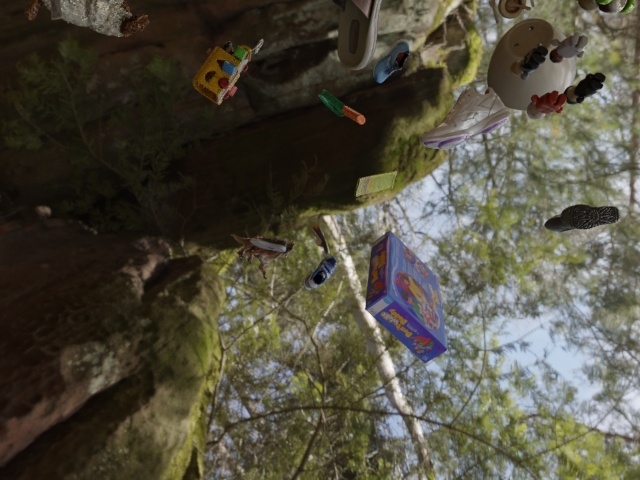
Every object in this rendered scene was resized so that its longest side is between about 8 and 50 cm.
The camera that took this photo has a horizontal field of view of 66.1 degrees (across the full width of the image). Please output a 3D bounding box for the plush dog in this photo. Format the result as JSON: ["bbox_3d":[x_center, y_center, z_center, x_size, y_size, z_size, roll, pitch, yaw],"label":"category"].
[{"bbox_3d":[-0.535,-0.556,1.143,0.262,0.225,0.210,43,-78,19],"label":"plush dog"}]

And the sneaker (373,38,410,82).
[{"bbox_3d":[0.235,-0.584,1.628,0.063,0.162,0.073,9,-130,-34],"label":"sneaker"}]

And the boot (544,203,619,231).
[{"bbox_3d":[0.732,-0.063,1.447,0.189,0.076,0.208,2,-179,-13],"label":"boot"}]

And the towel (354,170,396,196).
[{"bbox_3d":[0.268,-0.274,2.370,0.237,0.102,0.021,-15,-133,-31],"label":"towel"}]

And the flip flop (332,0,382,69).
[{"bbox_3d":[0.053,-0.451,0.901,0.080,0.277,0.112,-25,-134,-31],"label":"flip flop"}]

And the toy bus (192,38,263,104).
[{"bbox_3d":[-0.268,-0.482,1.354,0.191,0.104,0.202,-51,-169,35],"label":"toy bus"}]

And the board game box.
[{"bbox_3d":[0.243,0.145,1.395,0.078,0.233,0.347,-40,-165,26],"label":"board game box"}]

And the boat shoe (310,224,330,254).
[{"bbox_3d":[0.000,0.000,1.926,0.043,0.049,0.137,-21,-118,-2],"label":"boat shoe"}]

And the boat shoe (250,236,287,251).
[{"bbox_3d":[-0.194,0.008,1.856,0.142,0.049,0.040,14,-115,9],"label":"boat shoe"}]

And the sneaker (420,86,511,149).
[{"bbox_3d":[0.433,-0.380,1.528,0.305,0.152,0.114,-23,177,-14],"label":"sneaker"}]

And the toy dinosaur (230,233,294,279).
[{"bbox_3d":[-0.248,0.031,2.148,0.295,0.127,0.200,33,-107,28],"label":"toy dinosaur"}]

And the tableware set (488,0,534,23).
[{"bbox_3d":[0.589,-0.795,1.545,0.128,0.194,0.039,-19,-155,23],"label":"tableware set"}]

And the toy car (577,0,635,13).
[{"bbox_3d":[0.898,-0.812,1.597,0.155,0.149,0.188,-1,-165,-33],"label":"toy car"}]

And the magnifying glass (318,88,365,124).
[{"bbox_3d":[0.059,-0.369,1.379,0.026,0.092,0.231,-47,-142,3],"label":"magnifying glass"}]

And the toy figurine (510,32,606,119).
[{"bbox_3d":[0.700,-0.486,1.465,0.213,0.209,0.148,-25,-179,-6],"label":"toy figurine"}]

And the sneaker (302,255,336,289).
[{"bbox_3d":[0.009,0.103,1.560,0.144,0.053,0.059,-46,-169,-28],"label":"sneaker"}]

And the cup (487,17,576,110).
[{"bbox_3d":[0.801,-0.704,1.884,0.331,0.237,0.331,-7,-108,23],"label":"cup"}]
